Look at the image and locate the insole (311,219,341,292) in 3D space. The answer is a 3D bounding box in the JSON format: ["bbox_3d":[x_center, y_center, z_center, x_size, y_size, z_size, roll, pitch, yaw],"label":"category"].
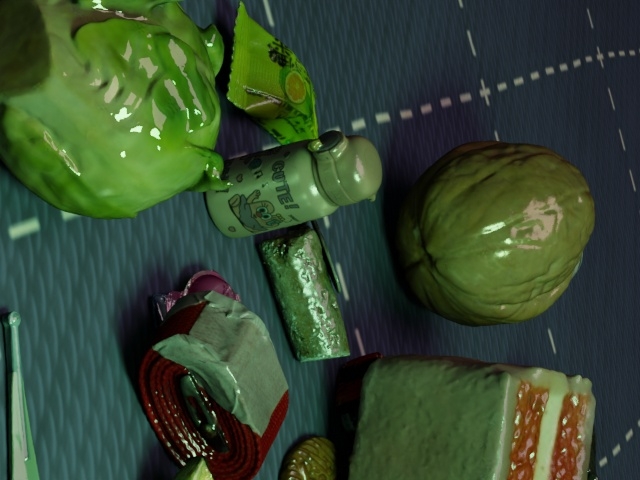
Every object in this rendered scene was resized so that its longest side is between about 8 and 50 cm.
[{"bbox_3d":[0.000,0.000,1.951,0.193,0.006,0.065,-111,-175,-47],"label":"insole"}]

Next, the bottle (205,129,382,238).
[{"bbox_3d":[-0.031,-0.074,1.802,0.110,0.209,0.097,52,37,-37],"label":"bottle"}]

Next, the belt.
[{"bbox_3d":[-0.111,0.155,1.645,0.124,0.128,0.201,-61,138,-53],"label":"belt"}]

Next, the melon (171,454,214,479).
[{"bbox_3d":[-0.138,0.313,1.597,0.128,0.079,0.160,-37,113,-40],"label":"melon"}]

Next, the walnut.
[{"bbox_3d":[0.256,-0.015,2.212,0.313,0.277,0.252,-22,54,-37],"label":"walnut"}]

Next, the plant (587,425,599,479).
[{"bbox_3d":[0.319,0.359,2.284,0.194,0.181,0.320,61,27,-26],"label":"plant"}]

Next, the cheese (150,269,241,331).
[{"bbox_3d":[-0.138,0.081,1.726,0.145,0.038,0.095,0,78,-52],"label":"cheese"}]

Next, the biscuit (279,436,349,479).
[{"bbox_3d":[0.006,0.337,1.884,0.188,0.027,0.188,35,49,-52],"label":"biscuit"}]

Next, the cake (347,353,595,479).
[{"bbox_3d":[0.189,0.295,1.894,0.237,0.230,0.309,18,75,-50],"label":"cake"}]

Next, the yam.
[{"bbox_3d":[-0.018,0.073,1.906,0.078,0.078,0.179,-32,109,-60],"label":"yam"}]

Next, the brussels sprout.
[{"bbox_3d":[-0.208,-0.153,1.515,0.294,0.227,0.259,13,52,-51],"label":"brussels sprout"}]

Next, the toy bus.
[{"bbox_3d":[0.097,0.240,2.038,0.195,0.081,0.089,51,28,-37],"label":"toy bus"}]

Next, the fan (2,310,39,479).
[{"bbox_3d":[-0.288,0.162,1.445,0.038,0.016,0.193,8,71,-57],"label":"fan"}]

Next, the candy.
[{"bbox_3d":[-0.050,-0.186,1.967,0.246,0.069,0.149,39,44,-50],"label":"candy"}]

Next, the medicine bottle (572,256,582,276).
[{"bbox_3d":[0.334,0.042,2.482,0.237,0.139,0.139,-31,105,-62],"label":"medicine bottle"}]
